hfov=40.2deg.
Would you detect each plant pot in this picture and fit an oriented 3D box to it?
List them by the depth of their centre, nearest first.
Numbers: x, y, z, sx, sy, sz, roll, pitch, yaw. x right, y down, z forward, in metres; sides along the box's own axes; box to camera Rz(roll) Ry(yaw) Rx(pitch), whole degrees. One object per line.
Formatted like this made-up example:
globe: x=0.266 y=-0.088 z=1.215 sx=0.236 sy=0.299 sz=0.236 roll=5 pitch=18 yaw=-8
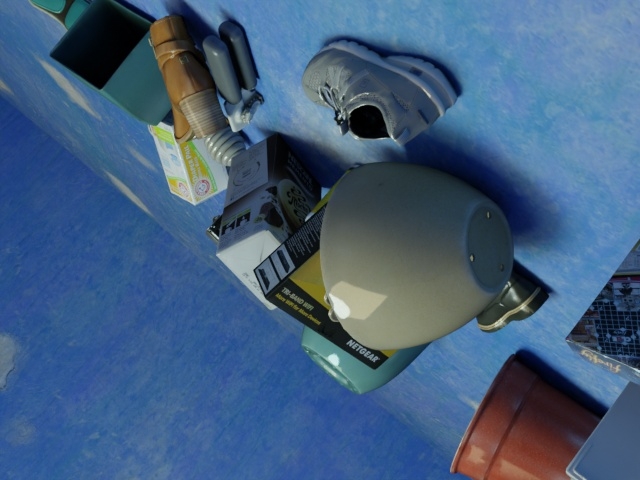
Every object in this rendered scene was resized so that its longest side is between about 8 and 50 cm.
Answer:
plant pot: x=0.164 y=0.016 z=1.259 sx=0.191 sy=0.284 sz=0.284 roll=-6 pitch=136 yaw=41
plant pot: x=0.437 y=0.405 z=1.720 sx=0.265 sy=0.272 sz=0.272 roll=27 pitch=162 yaw=20
plant pot: x=-0.393 y=-0.348 z=1.790 sx=0.166 sy=0.165 sz=0.234 roll=34 pitch=173 yaw=25
plant pot: x=0.097 y=0.219 z=2.065 sx=0.293 sy=0.235 sz=0.293 roll=38 pitch=166 yaw=11

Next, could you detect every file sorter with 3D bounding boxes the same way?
file sorter: x=0.462 y=0.250 z=1.088 sx=0.193 sy=0.277 sz=0.173 roll=35 pitch=167 yaw=24

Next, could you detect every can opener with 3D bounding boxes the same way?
can opener: x=-0.159 y=-0.282 z=1.527 sx=0.093 sy=0.074 sz=0.280 roll=38 pitch=166 yaw=15

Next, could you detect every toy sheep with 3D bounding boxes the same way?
toy sheep: x=-0.200 y=-0.201 z=1.875 sx=0.132 sy=0.091 sz=0.091 roll=43 pitch=167 yaw=15

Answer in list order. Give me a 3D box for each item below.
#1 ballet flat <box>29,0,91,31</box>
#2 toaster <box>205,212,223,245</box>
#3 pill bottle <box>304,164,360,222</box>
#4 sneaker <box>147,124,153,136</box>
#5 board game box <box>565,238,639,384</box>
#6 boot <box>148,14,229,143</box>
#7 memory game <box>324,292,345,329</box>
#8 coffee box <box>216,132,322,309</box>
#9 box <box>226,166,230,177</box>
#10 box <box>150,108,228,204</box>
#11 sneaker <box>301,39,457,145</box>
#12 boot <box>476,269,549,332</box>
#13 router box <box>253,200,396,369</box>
ballet flat: x=-0.536 y=-0.497 z=1.905 sx=0.248 sy=0.086 sz=0.086 roll=38 pitch=166 yaw=17
toaster: x=-0.171 y=-0.024 z=2.181 sx=0.186 sy=0.168 sz=0.110 roll=44 pitch=169 yaw=-8
pill bottle: x=0.038 y=-0.036 z=1.528 sx=0.103 sy=0.184 sz=0.103 roll=39 pitch=166 yaw=11
sneaker: x=-0.343 y=-0.228 z=2.182 sx=0.217 sy=0.079 sz=0.121 roll=47 pitch=167 yaw=-17
board game box: x=0.418 y=0.099 z=0.966 sx=0.243 sy=0.165 sz=0.042 roll=24 pitch=159 yaw=52
boot: x=-0.257 y=-0.296 z=1.613 sx=0.283 sy=0.109 sz=0.220 roll=-142 pitch=29 yaw=-78
memory game: x=0.093 y=0.076 z=1.425 sx=0.186 sy=0.186 sz=0.012 roll=53 pitch=-175 yaw=-41
coffee box: x=-0.089 y=-0.042 z=1.655 sx=0.168 sy=0.119 sz=0.297 roll=49 pitch=-154 yaw=-33
box: x=-0.190 y=-0.156 z=2.029 sx=0.324 sy=0.063 sz=0.067 roll=24 pitch=159 yaw=51
box: x=-0.293 y=-0.198 z=1.956 sx=0.114 sy=0.103 sz=0.203 roll=27 pitch=139 yaw=45
sneaker: x=0.047 y=-0.191 z=1.164 sx=0.105 sy=0.115 sz=0.281 roll=49 pitch=164 yaw=-31
boot: x=0.286 y=0.075 z=1.475 sx=0.137 sy=0.077 sz=0.198 roll=45 pitch=153 yaw=1
router box: x=0.079 y=0.062 z=1.473 sx=0.309 sy=0.243 sz=0.081 roll=36 pitch=-164 yaw=-40
